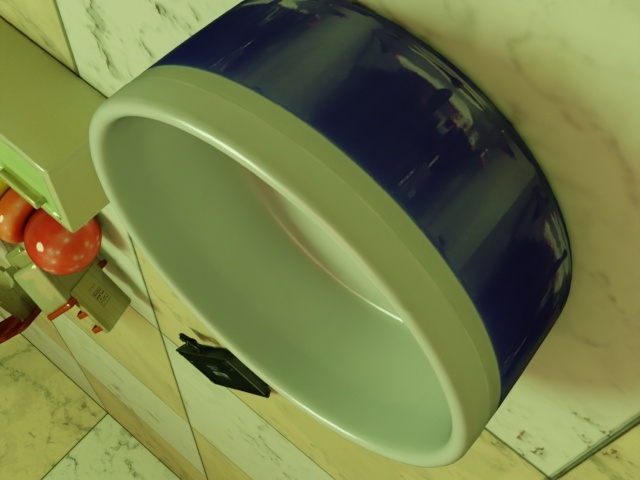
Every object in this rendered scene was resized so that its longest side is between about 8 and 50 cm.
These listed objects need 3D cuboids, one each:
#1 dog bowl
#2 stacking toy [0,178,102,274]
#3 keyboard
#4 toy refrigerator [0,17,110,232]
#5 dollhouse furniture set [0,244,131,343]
[{"bbox_3d":[0.000,0.000,0.444,0.265,0.104,0.265,35,155,19],"label":"dog bowl"},{"bbox_3d":[-0.409,-0.068,0.955,0.330,0.141,0.141,36,155,7],"label":"stacking toy"},{"bbox_3d":[-0.135,0.155,1.008,0.108,0.023,0.180,45,156,-19],"label":"keyboard"},{"bbox_3d":[-0.299,-0.131,0.710,0.270,0.094,0.102,37,155,14],"label":"toy refrigerator"},{"bbox_3d":[-0.408,0.104,1.098,0.259,0.262,0.135,-26,113,32],"label":"dollhouse furniture set"}]
